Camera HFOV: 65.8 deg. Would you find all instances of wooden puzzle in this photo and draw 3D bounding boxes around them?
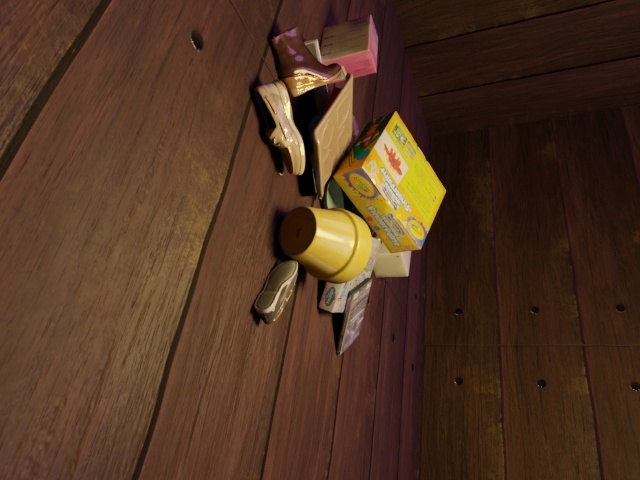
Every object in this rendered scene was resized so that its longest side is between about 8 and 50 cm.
[{"bbox_3d":[0.031,-0.383,1.798,0.322,0.081,0.347,86,25,-58],"label":"wooden puzzle"}]

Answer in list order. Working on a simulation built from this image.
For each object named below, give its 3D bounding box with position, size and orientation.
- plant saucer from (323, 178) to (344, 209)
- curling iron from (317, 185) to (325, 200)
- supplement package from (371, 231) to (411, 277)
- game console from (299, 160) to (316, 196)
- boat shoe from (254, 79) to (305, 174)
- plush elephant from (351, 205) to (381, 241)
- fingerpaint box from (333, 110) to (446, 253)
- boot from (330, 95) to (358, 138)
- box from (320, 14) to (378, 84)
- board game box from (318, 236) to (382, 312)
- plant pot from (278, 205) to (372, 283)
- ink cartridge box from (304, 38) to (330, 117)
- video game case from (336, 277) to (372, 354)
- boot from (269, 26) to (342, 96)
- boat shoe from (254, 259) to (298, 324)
[{"bbox_3d":[0.047,-0.150,1.998,0.195,0.038,0.194,-4,90,-67],"label":"plant saucer"},{"bbox_3d":[0.016,-0.269,1.939,0.068,0.035,0.273,120,-14,-58],"label":"curling iron"},{"bbox_3d":[0.366,0.024,2.552,0.292,0.176,0.177,-74,151,-42],"label":"supplement package"},{"bbox_3d":[-0.035,-0.222,1.769,0.107,0.071,0.122,-27,111,-66],"label":"game console"},{"bbox_3d":[-0.130,-0.340,1.548,0.098,0.109,0.302,-26,116,-24],"label":"boat shoe"},{"bbox_3d":[0.271,-0.155,2.308,0.330,0.255,0.272,-52,-172,-14],"label":"plush elephant"},{"bbox_3d":[0.299,-0.232,2.042,0.444,0.163,0.371,50,51,-26],"label":"fingerpaint box"},{"bbox_3d":[0.095,-0.474,2.117,0.203,0.095,0.261,48,41,-59],"label":"boot"},{"bbox_3d":[0.120,-0.795,2.063,0.117,0.214,0.242,56,32,-50],"label":"box"},{"bbox_3d":[0.125,0.124,1.947,0.319,0.066,0.317,20,89,-67],"label":"board game box"},{"bbox_3d":[0.000,0.000,1.615,0.239,0.254,0.253,20,66,-48],"label":"plant pot"},{"bbox_3d":[-0.017,-0.629,1.919,0.239,0.060,0.274,-107,-177,-70],"label":"ink cartridge box"},{"bbox_3d":[0.138,0.302,1.994,0.196,0.026,0.274,-26,131,-60],"label":"video game case"},{"bbox_3d":[-0.043,-0.631,1.701,0.249,0.090,0.206,-33,118,-27],"label":"boot"},{"bbox_3d":[-0.124,0.150,1.472,0.227,0.081,0.068,-58,141,-45],"label":"boat shoe"}]
